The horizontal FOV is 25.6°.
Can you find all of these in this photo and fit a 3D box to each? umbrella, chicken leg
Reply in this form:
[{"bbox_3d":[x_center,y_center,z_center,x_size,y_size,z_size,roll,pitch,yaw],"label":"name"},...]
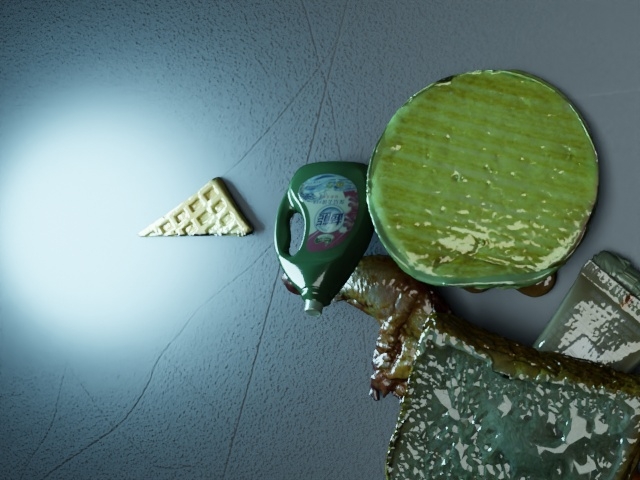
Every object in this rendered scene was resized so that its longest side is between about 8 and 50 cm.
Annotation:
[{"bbox_3d":[0.392,0.068,1.745,0.143,0.062,0.067,42,85,18],"label":"umbrella"},{"bbox_3d":[0.093,0.113,1.845,0.177,0.083,0.322,-44,80,28],"label":"chicken leg"}]

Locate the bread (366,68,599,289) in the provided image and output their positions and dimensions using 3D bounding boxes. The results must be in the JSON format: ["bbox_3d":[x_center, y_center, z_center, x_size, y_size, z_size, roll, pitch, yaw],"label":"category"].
[{"bbox_3d":[0.204,-0.077,1.778,0.301,0.045,0.301,-2,79,12],"label":"bread"}]

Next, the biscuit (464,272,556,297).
[{"bbox_3d":[0.212,-0.022,1.818,0.236,0.039,0.180,26,101,18],"label":"biscuit"}]

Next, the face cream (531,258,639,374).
[{"bbox_3d":[0.285,0.197,1.766,0.137,0.084,0.341,42,108,20],"label":"face cream"}]

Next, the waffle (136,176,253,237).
[{"bbox_3d":[-0.177,-0.011,1.958,0.153,0.023,0.097,-34,80,16],"label":"waffle"}]

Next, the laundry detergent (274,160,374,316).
[{"bbox_3d":[0.000,0.000,1.829,0.137,0.063,0.211,2,64,21],"label":"laundry detergent"}]

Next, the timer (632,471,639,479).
[{"bbox_3d":[0.350,0.300,1.753,0.136,0.099,0.136,0,91,6],"label":"timer"}]

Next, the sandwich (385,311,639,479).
[{"bbox_3d":[0.232,0.251,1.692,0.301,0.099,0.271,17,98,21],"label":"sandwich"}]
